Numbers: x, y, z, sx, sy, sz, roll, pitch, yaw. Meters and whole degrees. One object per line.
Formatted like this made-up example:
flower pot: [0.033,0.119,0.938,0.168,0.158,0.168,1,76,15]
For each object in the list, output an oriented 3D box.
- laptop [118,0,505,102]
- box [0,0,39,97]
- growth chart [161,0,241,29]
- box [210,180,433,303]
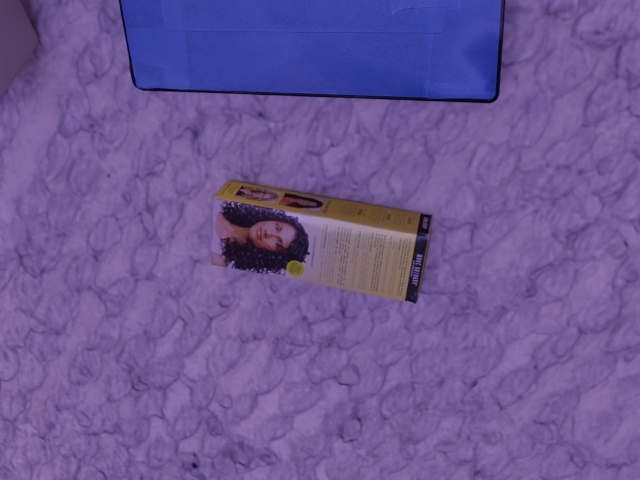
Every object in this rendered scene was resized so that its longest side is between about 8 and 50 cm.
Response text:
laptop: [-0.051,-0.280,0.605,0.382,0.408,0.236,4,85,14]
box: [-0.399,-0.247,0.746,0.148,0.127,0.232,1,138,13]
growth chart: [-0.109,-0.292,0.765,0.237,0.021,0.172,27,117,-1]
box: [0.000,0.000,0.858,0.232,0.058,0.087,9,116,7]
